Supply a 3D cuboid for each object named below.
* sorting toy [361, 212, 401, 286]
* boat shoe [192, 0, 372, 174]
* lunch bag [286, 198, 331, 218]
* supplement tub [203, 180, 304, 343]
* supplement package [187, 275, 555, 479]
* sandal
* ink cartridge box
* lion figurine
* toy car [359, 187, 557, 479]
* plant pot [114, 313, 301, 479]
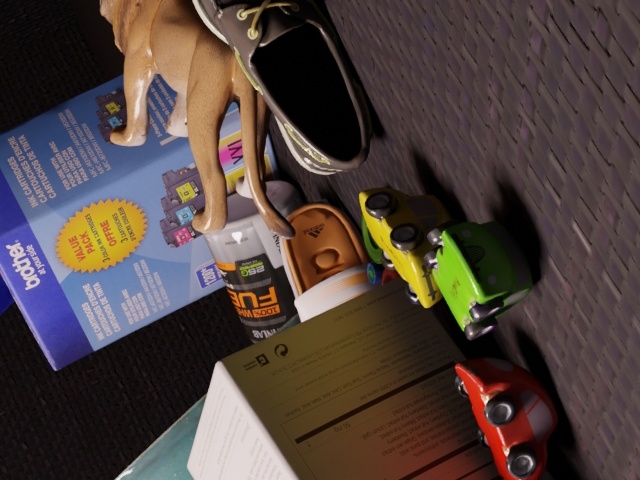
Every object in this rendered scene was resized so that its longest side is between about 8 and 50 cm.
[{"bbox_3d":[0.066,0.015,1.289,0.061,0.042,0.102,128,130,-64],"label":"sorting toy"},{"bbox_3d":[-0.029,-0.153,1.218,0.228,0.081,0.068,58,170,-9],"label":"boat shoe"},{"bbox_3d":[0.000,0.000,1.598,0.083,0.053,0.071,-108,-5,-79],"label":"lunch bag"},{"bbox_3d":[-0.046,0.040,1.790,0.190,0.117,0.117,67,172,-20],"label":"supplement tub"},{"bbox_3d":[0.057,0.210,1.198,0.293,0.175,0.177,55,151,22],"label":"supplement package"},{"bbox_3d":[0.018,0.044,1.440,0.076,0.102,0.265,72,171,-48],"label":"sandal"},{"bbox_3d":[-0.244,-0.026,1.855,0.151,0.395,0.270,58,171,36],"label":"ink cartridge box"},{"bbox_3d":[-0.120,-0.178,1.582,0.392,0.142,0.240,36,126,45],"label":"lion figurine"},{"bbox_3d":[0.101,0.038,1.044,0.239,0.053,0.225,62,171,15],"label":"toy car"},{"bbox_3d":[-0.010,0.288,1.557,0.334,0.341,0.341,46,171,3],"label":"plant pot"}]
